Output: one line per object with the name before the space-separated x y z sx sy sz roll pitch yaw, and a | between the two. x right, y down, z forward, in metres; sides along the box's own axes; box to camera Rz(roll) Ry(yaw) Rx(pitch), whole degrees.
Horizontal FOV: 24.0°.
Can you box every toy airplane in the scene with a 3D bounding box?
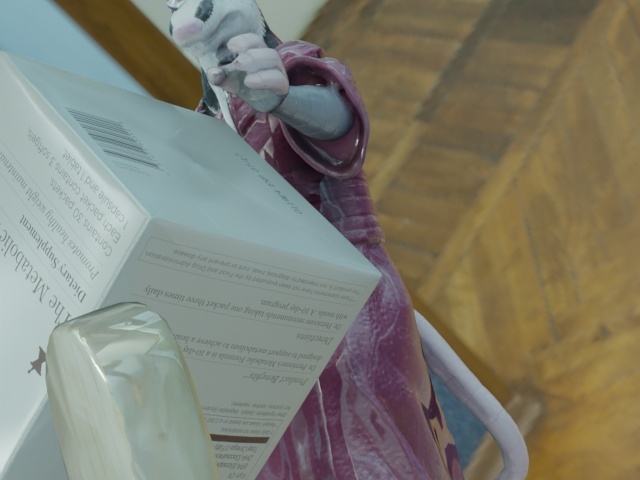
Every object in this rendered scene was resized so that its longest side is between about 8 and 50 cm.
toy airplane | -0.002 0.260 0.427 0.386 0.272 0.384 43 131 20

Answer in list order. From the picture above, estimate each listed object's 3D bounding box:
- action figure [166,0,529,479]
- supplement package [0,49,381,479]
action figure | 0.000 0.000 0.849 0.248 0.276 0.370 -18 82 48
supplement package | -0.112 0.068 0.651 0.139 0.134 0.244 44 110 40
